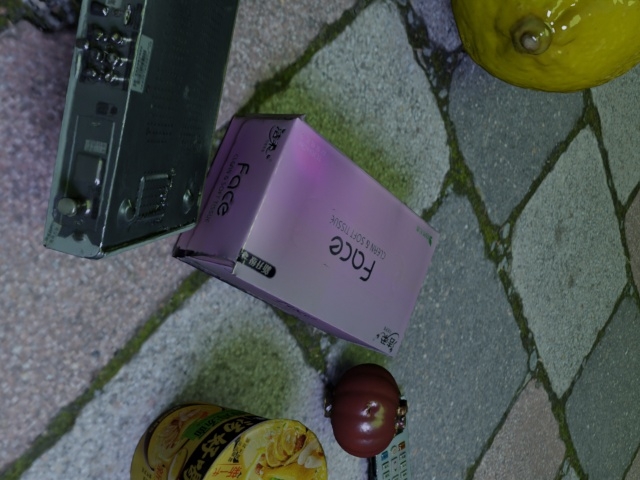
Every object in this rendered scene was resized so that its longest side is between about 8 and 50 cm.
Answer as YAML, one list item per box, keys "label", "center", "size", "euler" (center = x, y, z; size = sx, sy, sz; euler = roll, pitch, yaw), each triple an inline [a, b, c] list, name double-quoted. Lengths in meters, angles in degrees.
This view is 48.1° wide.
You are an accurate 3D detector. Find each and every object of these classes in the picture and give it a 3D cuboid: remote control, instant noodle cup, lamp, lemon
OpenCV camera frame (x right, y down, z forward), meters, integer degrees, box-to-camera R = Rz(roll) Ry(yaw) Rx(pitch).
- label: "remote control"
  center: [0.080, 0.274, 0.868]
  size: [0.065, 0.029, 0.166]
  euler: [-13, 102, -42]
- label: "instant noodle cup"
  center: [-0.087, 0.210, 0.621]
  size: [0.151, 0.122, 0.152]
  euler: [-13, 108, -45]
- label: "lamp"
  center: [0.049, 0.184, 0.777]
  size: [0.101, 0.090, 0.101]
  euler: [8, 90, -80]
- label: "lemon"
  center: [0.271, -0.297, 0.780]
  size: [0.322, 0.268, 0.268]
  euler: [-47, 130, -50]

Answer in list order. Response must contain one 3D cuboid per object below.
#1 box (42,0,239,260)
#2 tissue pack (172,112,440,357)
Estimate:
- label: "box"
  center: [-0.106, -0.129, 0.494]
  size: [0.211, 0.045, 0.270]
  euler: [-34, 137, -80]
- label: "tissue pack"
  center: [0.000, 0.000, 0.687]
  size: [0.246, 0.092, 0.149]
  euler: [32, 74, -43]
